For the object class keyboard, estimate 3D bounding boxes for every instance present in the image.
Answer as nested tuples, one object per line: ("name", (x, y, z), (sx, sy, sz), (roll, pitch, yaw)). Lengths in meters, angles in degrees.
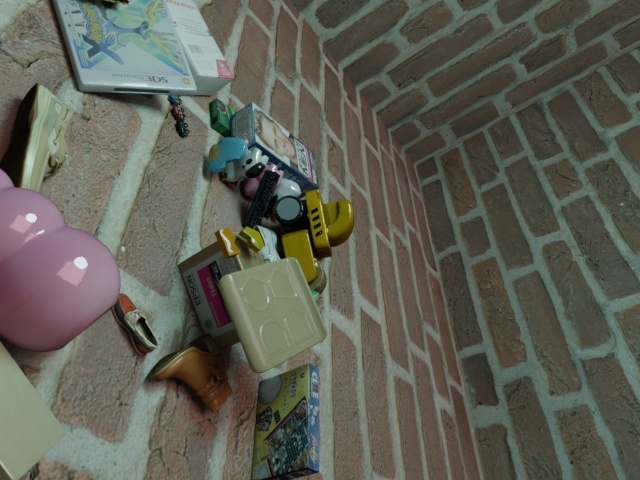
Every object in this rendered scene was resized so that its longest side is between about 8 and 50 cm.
("keyboard", (-0.164, -0.117, 1.494), (0.038, 0.192, 0.100), (32, 15, 28))

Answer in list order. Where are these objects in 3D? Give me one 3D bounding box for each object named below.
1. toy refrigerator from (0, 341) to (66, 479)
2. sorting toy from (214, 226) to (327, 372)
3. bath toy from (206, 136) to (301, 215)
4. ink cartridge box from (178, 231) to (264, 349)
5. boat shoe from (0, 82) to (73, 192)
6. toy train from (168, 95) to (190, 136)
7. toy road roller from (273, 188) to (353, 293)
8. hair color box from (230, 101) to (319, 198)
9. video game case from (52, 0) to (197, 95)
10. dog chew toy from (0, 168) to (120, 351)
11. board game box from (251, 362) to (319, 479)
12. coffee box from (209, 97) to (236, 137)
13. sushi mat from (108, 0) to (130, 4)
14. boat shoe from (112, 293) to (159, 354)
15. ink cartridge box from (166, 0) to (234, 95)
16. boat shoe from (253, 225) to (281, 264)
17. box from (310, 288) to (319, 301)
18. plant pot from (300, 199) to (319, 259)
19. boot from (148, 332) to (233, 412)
("toy refrigerator", (-0.492, 0.208, 0.678), (0.270, 0.094, 0.102), (60, 19, -9))
("sorting toy", (-0.120, 0.112, 1.079), (0.229, 0.041, 0.307), (-15, 79, -50))
("bath toy", (-0.201, -0.187, 1.545), (0.348, 0.151, 0.129), (35, 71, -50))
("ink cartridge box", (-0.211, 0.121, 1.156), (0.088, 0.193, 0.235), (-11, 75, -59))
("boat shoe", (-0.534, -0.175, 0.943), (0.098, 0.109, 0.302), (32, 34, -45))
("toy train", (-0.417, -0.374, 1.432), (0.036, 0.027, 0.158), (3, 64, -49))
("toy road roller", (0.000, 0.000, 1.539), (0.202, 0.240, 0.330), (66, 13, -75))
("hair color box", (-0.150, -0.296, 1.675), (0.347, 0.105, 0.174), (30, 43, -49))
("video game case", (-0.508, -0.529, 1.272), (0.299, 0.036, 0.329), (-11, 75, -40))
("dog chew toy", (-0.480, 0.013, 0.773), (0.332, 0.206, 0.207), (50, 28, -7))
("board game box", (-0.079, 0.428, 1.148), (0.042, 0.165, 0.243), (42, 33, -37))
("coffee box", (-0.293, -0.387, 1.654), (0.184, 0.040, 0.113), (31, 41, -49))
("sushi mat", (-0.604, -0.726, 1.288), (0.151, 0.019, 0.317), (0, 51, -35))
("boat shoe", (-0.373, 0.165, 0.990), (0.137, 0.043, 0.049), (62, 28, 1))
("ink cartridge box", (-0.424, -0.607, 1.529), (0.283, 0.117, 0.207), (62, 26, -3))
("boat shoe", (-0.170, 0.049, 1.453), (0.075, 0.083, 0.226), (27, 31, -35))
("box", (-0.069, 0.231, 1.399), (0.043, 0.179, 0.105), (24, 15, 22))
("plant pot", (-0.016, -0.056, 1.781), (0.237, 0.109, 0.237), (42, 33, -35))
("boot", (-0.263, 0.298, 1.042), (0.197, 0.072, 0.153), (-23, 91, -62))
